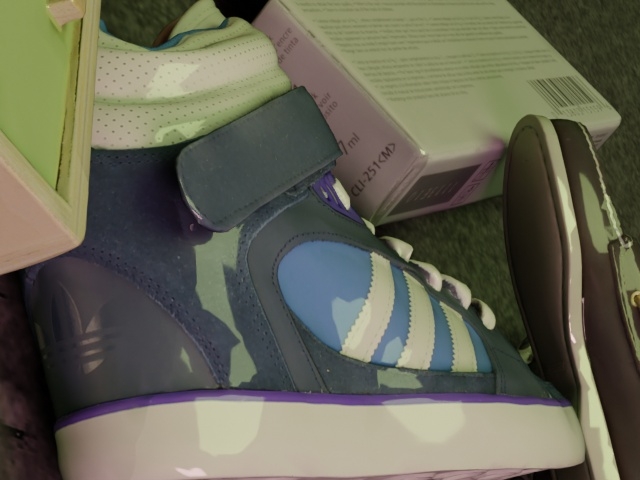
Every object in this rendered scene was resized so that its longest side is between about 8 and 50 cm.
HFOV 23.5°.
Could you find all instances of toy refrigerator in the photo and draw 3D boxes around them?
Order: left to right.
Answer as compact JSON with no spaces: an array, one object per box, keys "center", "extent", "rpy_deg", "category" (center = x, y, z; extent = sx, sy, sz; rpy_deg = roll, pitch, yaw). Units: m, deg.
[{"center":[-0.139,-0.118,0.579],"extent":[0.102,0.094,0.269],"rpy_deg":[55,24,-46],"category":"toy refrigerator"}]

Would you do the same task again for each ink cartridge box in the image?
[{"center":[0.035,-0.126,0.918],"extent":[0.239,0.060,0.275],"rpy_deg":[48,29,17],"category":"ink cartridge box"}]

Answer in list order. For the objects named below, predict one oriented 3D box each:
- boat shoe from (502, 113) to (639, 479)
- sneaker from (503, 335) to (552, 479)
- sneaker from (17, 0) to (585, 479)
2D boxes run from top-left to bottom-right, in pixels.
[{"center":[0.150,0.042,0.820],"extent":[0.069,0.081,0.227],"rpy_deg":[-9,88,-14],"category":"boat shoe"},{"center":[0.164,0.172,0.900],"extent":[0.118,0.107,0.279],"rpy_deg":[53,33,-54],"category":"sneaker"},{"center":[-0.001,0.000,0.712],"extent":[0.323,0.130,0.236],"rpy_deg":[8,67,-47],"category":"sneaker"}]
